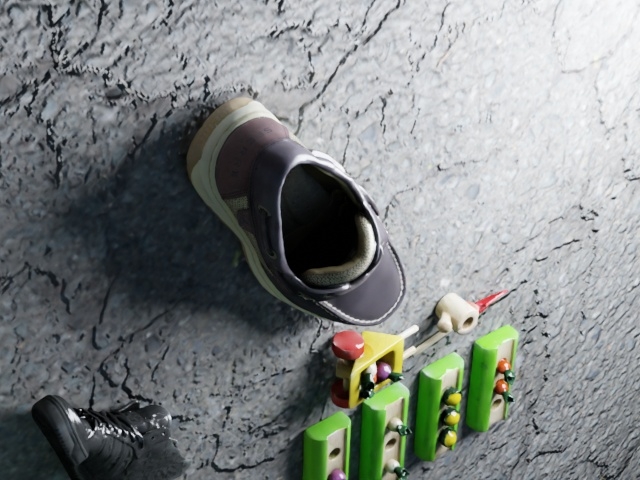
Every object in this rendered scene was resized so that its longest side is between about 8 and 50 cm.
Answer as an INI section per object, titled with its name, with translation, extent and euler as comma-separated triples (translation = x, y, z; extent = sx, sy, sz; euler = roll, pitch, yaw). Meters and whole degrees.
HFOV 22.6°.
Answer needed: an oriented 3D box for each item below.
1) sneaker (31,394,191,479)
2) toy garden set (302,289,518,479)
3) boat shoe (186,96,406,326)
[sneaker]
translation = -0.153, 0.146, 1.205
extent = 0.089, 0.051, 0.170
euler = -38, 145, -17
[toy garden set]
translation = 0.096, 0.138, 1.445
extent = 0.244, 0.049, 0.204
euler = -25, 135, -30
[boat shoe]
translation = 0.000, 0.000, 1.202
extent = 0.103, 0.092, 0.285
euler = -46, 142, -7
